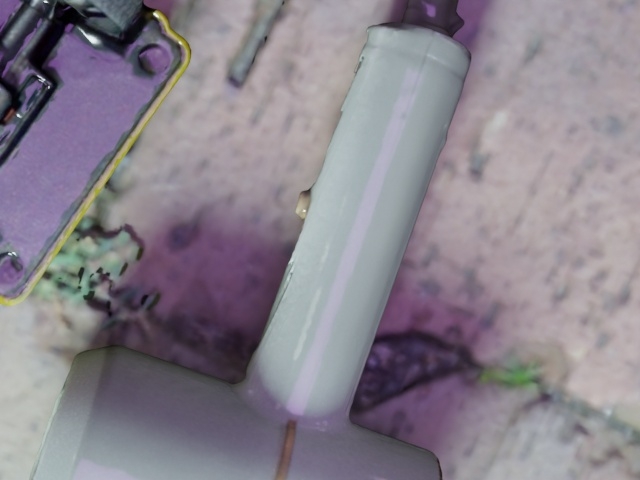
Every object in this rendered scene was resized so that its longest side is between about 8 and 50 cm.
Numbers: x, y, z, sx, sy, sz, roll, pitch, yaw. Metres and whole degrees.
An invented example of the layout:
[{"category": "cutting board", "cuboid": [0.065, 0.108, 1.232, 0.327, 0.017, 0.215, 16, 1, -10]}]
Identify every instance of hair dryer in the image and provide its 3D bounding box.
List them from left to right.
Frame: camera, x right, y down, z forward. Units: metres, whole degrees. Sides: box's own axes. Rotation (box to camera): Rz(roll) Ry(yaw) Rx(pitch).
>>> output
[{"category": "hair dryer", "cuboid": [0.000, 0.000, 0.768, 0.173, 0.107, 0.357, 20, 86, -9]}]

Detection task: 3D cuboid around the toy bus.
[{"category": "toy bus", "cuboid": [-0.223, -0.120, 0.687, 0.330, 0.152, 0.144, 36, 87, -12]}]
